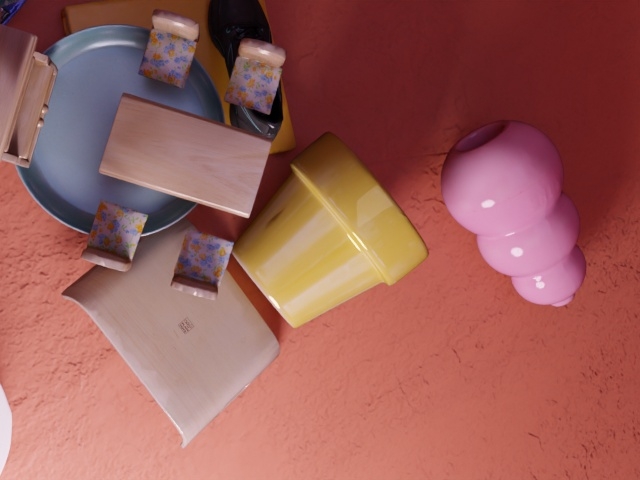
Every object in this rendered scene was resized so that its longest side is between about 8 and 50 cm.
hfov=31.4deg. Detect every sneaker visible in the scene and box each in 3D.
[{"bbox_3d":[-0.102,-0.281,1.765,0.101,0.106,0.267,-14,91,-19],"label":"sneaker"}]

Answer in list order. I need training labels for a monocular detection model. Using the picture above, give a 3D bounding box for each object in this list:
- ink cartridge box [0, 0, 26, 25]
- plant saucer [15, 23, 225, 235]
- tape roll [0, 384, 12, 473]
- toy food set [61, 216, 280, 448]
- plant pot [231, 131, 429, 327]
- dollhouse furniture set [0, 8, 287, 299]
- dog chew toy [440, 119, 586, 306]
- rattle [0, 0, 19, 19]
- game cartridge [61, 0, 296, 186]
[{"bbox_3d":[-0.551,-0.466,1.678,0.311,0.065,0.186,40,76,-16],"label":"ink cartridge box"},{"bbox_3d":[-0.301,-0.162,1.705,0.318,0.044,0.317,0,91,-7],"label":"plant saucer"},{"bbox_3d":[-0.586,0.268,1.613,0.286,0.100,0.286,1,88,-20],"label":"tape roll"},{"bbox_3d":[-0.225,0.135,1.768,0.220,0.092,0.306,-42,103,-29],"label":"toy food set"},{"bbox_3d":[0.000,0.000,1.777,0.239,0.254,0.254,-39,101,-1],"label":"plant pot"},{"bbox_3d":[-0.268,-0.143,1.559,0.394,0.256,0.362,17,89,-6],"label":"dollhouse furniture set"},{"bbox_3d":[0.341,-0.034,1.920,0.207,0.206,0.332,-35,107,-18],"label":"dog chew toy"},{"bbox_3d":[-0.522,-0.317,1.648,0.143,0.130,0.199,30,109,19],"label":"rattle"},{"bbox_3d":[-0.220,-0.250,1.799,0.324,0.053,0.285,-13,92,-23],"label":"game cartridge"}]
